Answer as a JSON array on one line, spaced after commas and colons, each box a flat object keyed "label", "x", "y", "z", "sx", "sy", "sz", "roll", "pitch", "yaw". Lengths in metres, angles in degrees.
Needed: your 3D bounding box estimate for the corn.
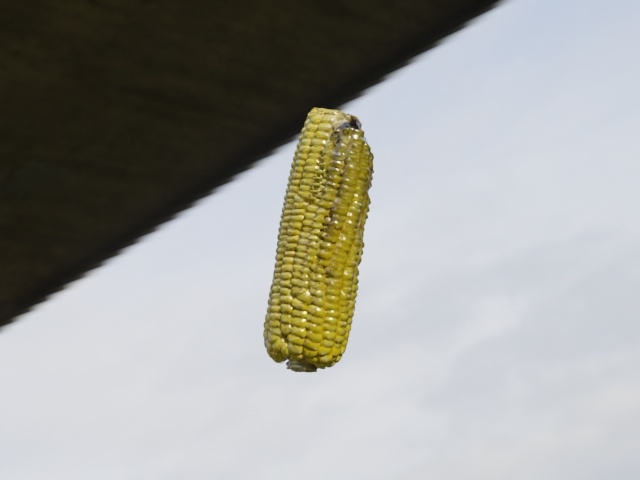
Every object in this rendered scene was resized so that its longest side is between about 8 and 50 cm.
[{"label": "corn", "x": 0.000, "y": 0.000, "z": 1.264, "sx": 0.072, "sy": 0.203, "sz": 0.072, "roll": 9, "pitch": -3, "yaw": 0}]
